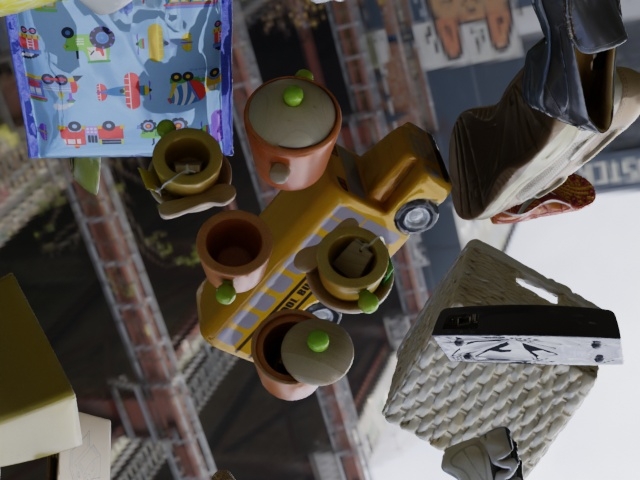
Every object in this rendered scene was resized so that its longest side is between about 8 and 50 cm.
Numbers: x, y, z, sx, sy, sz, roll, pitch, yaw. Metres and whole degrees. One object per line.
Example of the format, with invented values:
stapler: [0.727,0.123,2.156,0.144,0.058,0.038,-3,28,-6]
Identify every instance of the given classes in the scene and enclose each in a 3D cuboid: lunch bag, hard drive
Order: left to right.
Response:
lunch bag: [-0.199,-0.222,1.140,0.220,0.293,0.138,-2,-124,-6]
hard drive: [0.297,0.136,1.601,0.254,0.172,0.054,-1,-109,17]

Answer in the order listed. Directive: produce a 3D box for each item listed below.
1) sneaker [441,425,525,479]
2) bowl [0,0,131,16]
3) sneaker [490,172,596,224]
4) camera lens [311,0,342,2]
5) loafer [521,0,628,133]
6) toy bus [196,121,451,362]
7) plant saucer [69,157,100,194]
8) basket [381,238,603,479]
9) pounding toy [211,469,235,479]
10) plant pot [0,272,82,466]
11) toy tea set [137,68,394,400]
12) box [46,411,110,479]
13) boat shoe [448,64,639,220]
sneaker: [0.259,0.420,1.650,0.118,0.292,0.110,-16,-177,9]
bowl: [-0.149,-0.223,0.650,0.289,0.156,0.289,-34,-148,25]
sneaker: [0.325,-0.062,1.670,0.175,0.064,0.067,-7,165,-20]
camera lens: [0.093,-0.456,1.531,0.274,0.219,0.219,-14,-156,18]
loafer: [0.172,-0.142,0.717,0.062,0.170,0.061,-34,-126,-20]
toy bus: [0.000,0.000,1.311,0.333,0.130,0.108,-48,-148,28]
plant saucer: [-0.354,-0.187,1.680,0.037,0.241,0.241,-1,-159,-15]
basket: [0.337,0.236,2.173,0.328,0.331,0.266,29,-153,0]
pounding toy: [-0.192,0.430,1.726,0.206,0.181,0.094,-59,-158,6]
plant pot: [-0.473,0.210,1.608,0.187,0.212,0.212,-24,-113,-21]
toy tea set: [-0.035,-0.020,1.064,0.200,0.124,0.336,-21,-117,-15]
box: [-0.394,0.366,1.855,0.021,0.165,0.201,-5,164,12]
boat shoe: [0.224,-0.096,1.187,0.110,0.122,0.341,-4,171,-13]
